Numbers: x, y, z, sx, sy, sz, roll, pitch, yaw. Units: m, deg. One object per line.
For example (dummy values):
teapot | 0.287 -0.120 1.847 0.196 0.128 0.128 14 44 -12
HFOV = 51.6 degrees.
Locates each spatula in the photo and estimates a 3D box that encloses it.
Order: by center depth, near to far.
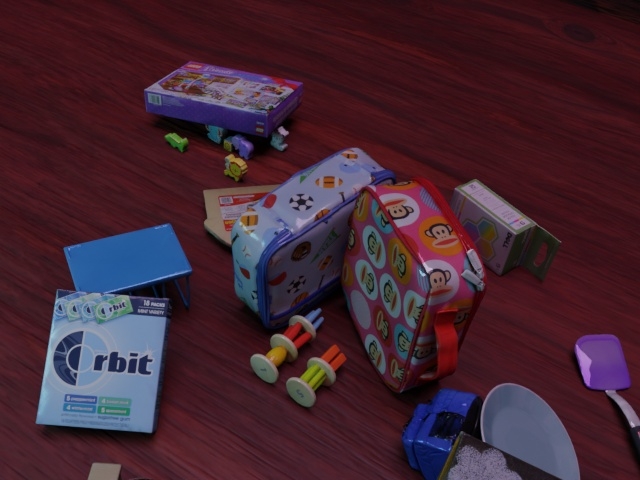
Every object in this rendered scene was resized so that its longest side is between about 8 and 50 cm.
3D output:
spatula | 0.468 0.268 1.007 0.084 0.030 0.296 0 43 -7

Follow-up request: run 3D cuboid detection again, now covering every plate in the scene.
plate | 0.286 0.291 0.918 0.188 0.024 0.188 22 47 -25

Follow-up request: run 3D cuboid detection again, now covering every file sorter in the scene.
file sorter | -0.304 0.065 1.063 0.170 0.104 0.118 -15 48 -22

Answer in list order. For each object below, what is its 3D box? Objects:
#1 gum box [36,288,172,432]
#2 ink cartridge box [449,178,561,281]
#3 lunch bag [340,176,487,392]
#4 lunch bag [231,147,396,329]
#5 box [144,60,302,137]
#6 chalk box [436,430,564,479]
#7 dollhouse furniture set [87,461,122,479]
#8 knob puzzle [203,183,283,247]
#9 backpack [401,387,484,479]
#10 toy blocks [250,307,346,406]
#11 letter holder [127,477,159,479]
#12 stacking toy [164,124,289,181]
gum box | -0.298 0.167 0.927 0.157 0.041 0.184 5 79 -3
ink cartridge box | 0.330 -0.010 1.233 0.062 0.109 0.209 -25 52 -30
lunch bag | 0.131 0.081 0.970 0.120 0.293 0.258 -12 50 -18
lunch bag | 0.000 0.000 1.084 0.303 0.243 0.115 -31 54 -27
box | -0.210 -0.319 1.474 0.293 0.057 0.201 15 37 15
chalk box | 0.240 0.386 0.729 0.289 0.179 0.180 25 40 14
dollhouse furniture set | -0.199 0.337 0.782 0.182 0.101 0.161 5 42 -3
knob puzzle | -0.123 -0.031 1.250 0.213 0.030 0.213 5 42 -4
backpack | 0.176 0.264 0.921 0.101 0.098 0.120 10 40 33
toy blocks | -0.016 0.172 1.026 0.123 0.054 0.148 28 46 22
letter holder | -0.169 0.353 0.574 0.214 0.302 0.152 32 29 -36
stacking toy | -0.199 -0.223 1.432 0.221 0.052 0.167 29 46 23
